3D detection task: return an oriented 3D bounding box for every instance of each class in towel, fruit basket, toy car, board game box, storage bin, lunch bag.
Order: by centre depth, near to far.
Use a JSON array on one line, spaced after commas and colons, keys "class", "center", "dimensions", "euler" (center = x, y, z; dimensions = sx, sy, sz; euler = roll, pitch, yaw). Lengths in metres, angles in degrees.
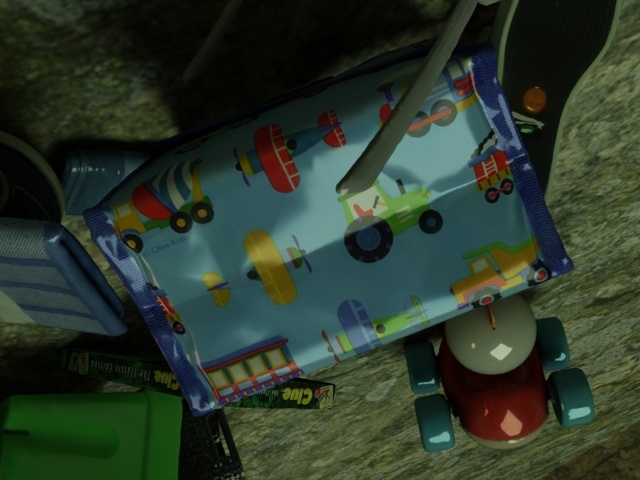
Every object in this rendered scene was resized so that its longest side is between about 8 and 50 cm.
[{"class": "towel", "center": [-0.273, 0.007, 0.556], "dimensions": [0.285, 0.034, 0.209], "euler": [7, 161, 2]}, {"class": "lunch bag", "center": [0.004, -0.051, 0.592], "dimensions": [0.221, 0.293, 0.138], "euler": [-22, 111, 8]}, {"class": "towel", "center": [-0.153, -0.047, 0.713], "dimensions": [0.120, 0.029, 0.067], "euler": [1, 145, -36]}, {"class": "board game box", "center": [-0.126, 0.133, 0.886], "dimensions": [0.260, 0.030, 0.136], "euler": [2, 175, 44]}, {"class": "fruit basket", "center": [-0.237, 0.341, 0.980], "dimensions": [0.392, 0.282, 0.392], "euler": [-1, 149, 0]}, {"class": "toy car", "center": [0.215, 0.121, 1.160], "dimensions": [0.219, 0.210, 0.237], "euler": [-10, 123, 4]}, {"class": "storage bin", "center": [-0.156, 0.294, 1.188], "dimensions": [0.084, 0.122, 0.180], "euler": [-16, 151, -15]}]

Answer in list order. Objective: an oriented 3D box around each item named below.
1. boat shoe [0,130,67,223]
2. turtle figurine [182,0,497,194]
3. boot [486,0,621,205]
[{"class": "boat shoe", "center": [-0.248, -0.046, 0.575], "dimensions": [0.095, 0.079, 0.254], "euler": [-14, 151, 9]}, {"class": "turtle figurine", "center": [0.051, -0.180, 0.474], "dimensions": [0.266, 0.274, 0.198], "euler": [-16, -175, -21]}, {"class": "boot", "center": [0.142, -0.141, 0.725], "dimensions": [0.088, 0.176, 0.244], "euler": [14, 102, -16]}]
